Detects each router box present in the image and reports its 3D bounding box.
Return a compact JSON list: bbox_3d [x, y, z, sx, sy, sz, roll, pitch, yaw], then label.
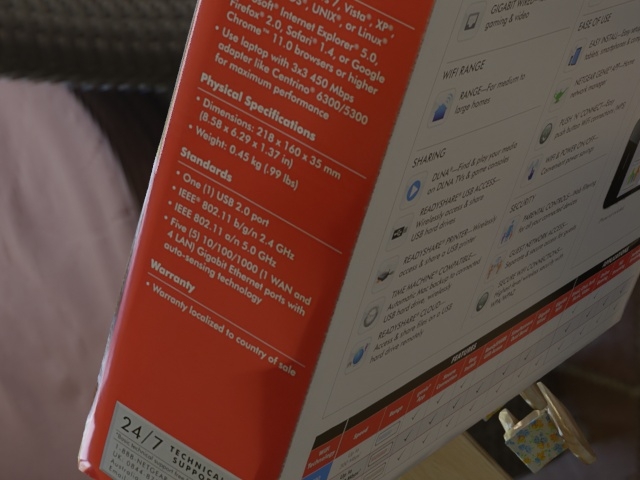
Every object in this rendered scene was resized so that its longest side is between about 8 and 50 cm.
[{"bbox_3d":[0.073,-0.066,0.635,0.082,0.335,0.301,30,118,24],"label":"router box"}]

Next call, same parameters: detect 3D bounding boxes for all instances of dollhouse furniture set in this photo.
[{"bbox_3d":[0.144,0.243,1.338,0.242,0.212,0.161,46,-170,-27],"label":"dollhouse furniture set"}]
